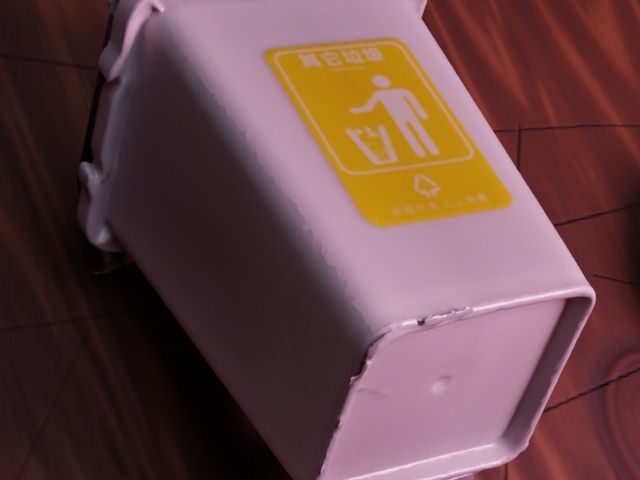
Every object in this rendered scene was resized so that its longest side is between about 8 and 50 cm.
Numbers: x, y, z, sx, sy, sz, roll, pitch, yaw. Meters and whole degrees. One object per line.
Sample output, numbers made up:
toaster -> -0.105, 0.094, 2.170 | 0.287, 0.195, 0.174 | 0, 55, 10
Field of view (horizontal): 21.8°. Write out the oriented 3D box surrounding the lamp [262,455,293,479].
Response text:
lamp -> 0.021, 0.191, 1.184 | 0.136, 0.136, 0.136 | 11, 53, -16

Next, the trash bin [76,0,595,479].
trash bin -> 0.000, 0.000, 1.162 | 0.255, 0.296, 0.368 | -8, 47, -31
